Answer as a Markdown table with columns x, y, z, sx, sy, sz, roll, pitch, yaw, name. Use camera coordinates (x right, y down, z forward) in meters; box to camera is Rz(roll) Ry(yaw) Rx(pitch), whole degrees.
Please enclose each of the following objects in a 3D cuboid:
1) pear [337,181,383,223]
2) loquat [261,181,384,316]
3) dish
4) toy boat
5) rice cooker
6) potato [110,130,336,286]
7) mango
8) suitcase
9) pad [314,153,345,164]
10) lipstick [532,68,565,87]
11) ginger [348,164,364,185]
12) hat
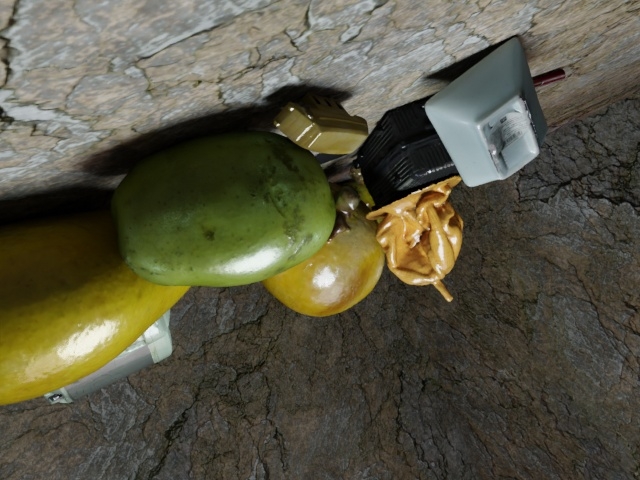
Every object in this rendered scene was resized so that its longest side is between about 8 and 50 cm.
| x | y | z | sx | sy | sz | roll | pitch | yaw | name |
| --- | --- | --- | --- | --- | --- | --- | --- | --- | --- |
| 0.078 | -0.071 | 1.757 | 0.197 | 0.197 | 0.197 | -22 | 176 | -2 | pear |
| 0.000 | 0.000 | 1.431 | 0.328 | 0.328 | 0.359 | -19 | 153 | -36 | loquat |
| 0.302 | -0.188 | 1.018 | 0.182 | 0.080 | 0.243 | -36 | 138 | 8 | dish |
| 0.002 | -0.163 | 0.838 | 0.057 | 0.077 | 0.200 | -43 | 165 | 26 | toy boat |
| -0.434 | 0.144 | 1.172 | 0.277 | 0.288 | 0.288 | -23 | 177 | -20 | rice cooker |
| -0.121 | -0.044 | 0.819 | 0.304 | 0.216 | 0.216 | -4 | 167 | -30 | potato |
| -0.347 | 0.063 | 0.865 | 0.301 | 0.220 | 0.445 | 2 | -158 | 42 | mango |
| 0.221 | -0.181 | 1.257 | 0.230 | 0.152 | 0.335 | -22 | 176 | -11 | suitcase |
| 0.001 | -0.171 | 1.277 | 0.157 | 0.003 | 0.112 | -22 | 176 | -7 | pad |
| 0.458 | -0.342 | 1.328 | 0.176 | 0.027 | 0.027 | -19 | 176 | -16 | lipstick |
| 0.151 | -0.180 | 1.520 | 0.190 | 0.069 | 0.095 | -20 | -159 | -39 | ginger |
| 0.238 | 0.016 | 1.274 | 0.244 | 0.233 | 0.233 | -25 | 173 | 40 | hat |
